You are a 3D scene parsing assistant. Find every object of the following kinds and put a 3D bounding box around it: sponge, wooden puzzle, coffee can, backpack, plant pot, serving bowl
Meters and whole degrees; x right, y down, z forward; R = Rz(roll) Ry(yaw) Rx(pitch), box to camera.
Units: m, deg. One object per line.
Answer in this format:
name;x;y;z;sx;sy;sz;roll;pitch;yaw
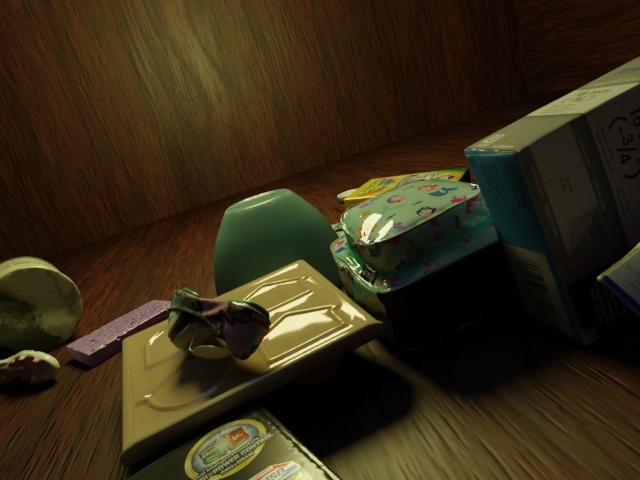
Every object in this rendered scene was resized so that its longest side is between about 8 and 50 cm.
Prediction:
sponge;-0.412;0.188;1.019;0.117;0.031;0.210;-3;20;43
wooden puzzle;-0.111;0.153;0.681;0.322;0.080;0.348;-24;17;-15
coffee can;-0.712;0.149;1.173;0.202;0.201;0.275;-27;17;-31
backpack;0.134;0.020;0.701;0.225;0.191;0.253;-25;14;-11
plant pot;-0.100;0.007;0.996;0.290;0.195;0.290;-17;15;5
serving bowl;0.101;-0.152;1.667;0.083;0.027;0.083;-17;14;4

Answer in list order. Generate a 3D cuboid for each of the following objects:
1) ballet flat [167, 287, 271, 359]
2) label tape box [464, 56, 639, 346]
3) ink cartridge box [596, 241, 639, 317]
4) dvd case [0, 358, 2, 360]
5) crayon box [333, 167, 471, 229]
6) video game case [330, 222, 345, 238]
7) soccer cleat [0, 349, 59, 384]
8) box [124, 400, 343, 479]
ballet flat;-0.148;0.108;0.617;0.221;0.077;0.079;1;52;49
label tape box;0.369;-0.071;0.561;0.334;0.240;0.106;-29;15;-7
ink cartridge box;0.387;0.031;0.406;0.371;0.175;0.069;-24;-29;-29
dvd case;-0.772;0.292;1.094;0.087;0.013;0.119;-29;19;-36
crayon box;0.202;-0.107;1.230;0.323;0.083;0.203;-4;19;29
video game case;0.000;0.000;1.241;0.183;0.023;0.201;-14;15;15
soccer cleat;-0.571;0.242;0.946;0.196;0.068;0.076;-13;12;27
box;-0.115;0.256;0.375;0.270;0.060;0.216;-25;17;-26
